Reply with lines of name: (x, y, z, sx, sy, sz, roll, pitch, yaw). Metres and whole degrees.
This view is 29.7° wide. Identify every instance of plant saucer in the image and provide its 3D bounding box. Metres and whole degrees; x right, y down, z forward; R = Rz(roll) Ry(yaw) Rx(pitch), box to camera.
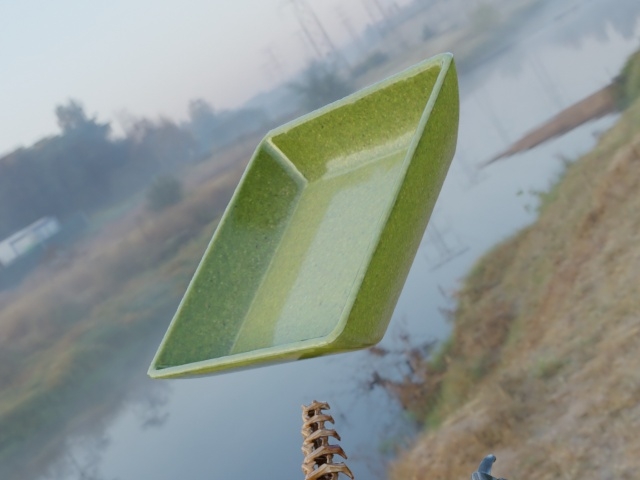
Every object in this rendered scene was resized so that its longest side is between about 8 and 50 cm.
plant saucer: (0.000, 0.000, 0.691, 0.188, 0.045, 0.188, -17, 43, 52)

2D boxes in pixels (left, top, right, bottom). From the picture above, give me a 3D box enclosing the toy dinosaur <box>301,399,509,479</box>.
toy dinosaur: (0.078, 0.274, 0.945, 0.218, 0.322, 0.164, -18, 0, -32)
